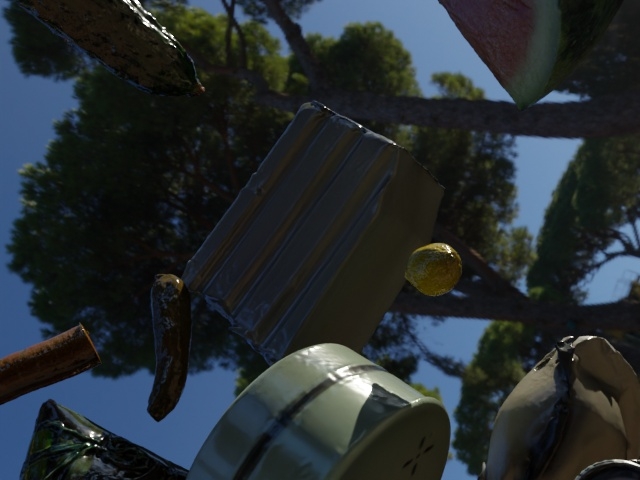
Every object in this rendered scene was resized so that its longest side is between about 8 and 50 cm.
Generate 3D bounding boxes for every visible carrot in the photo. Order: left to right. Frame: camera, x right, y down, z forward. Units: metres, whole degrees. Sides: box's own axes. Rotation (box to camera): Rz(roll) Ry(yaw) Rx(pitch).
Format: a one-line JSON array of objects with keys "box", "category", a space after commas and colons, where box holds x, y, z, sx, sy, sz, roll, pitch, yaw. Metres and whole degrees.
[{"box": [-0.284, 0.125, 0.678, 0.139, 0.048, 0.048, -22, -57, -23], "category": "carrot"}]

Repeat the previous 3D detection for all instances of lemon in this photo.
[{"box": [0.137, 0.035, 0.867, 0.065, 0.092, 0.065, 10, -111, -28], "category": "lemon"}]

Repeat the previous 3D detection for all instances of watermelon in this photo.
[{"box": [0.204, -0.297, 0.760, 0.283, 0.293, 0.250, 22, -115, -59], "category": "watermelon"}]

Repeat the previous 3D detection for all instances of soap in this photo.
[{"box": [0.000, 0.000, 1.298, 0.213, 0.350, 0.435, 35, -92, -44], "category": "soap"}]

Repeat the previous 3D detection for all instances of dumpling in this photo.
[{"box": [0.333, 0.270, 0.926, 0.293, 0.204, 0.163, -57, -10, -6], "category": "dumpling"}]

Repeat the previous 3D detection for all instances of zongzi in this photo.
[{"box": [-0.361, 0.472, 1.005, 0.362, 0.319, 0.383, -55, 8, 25], "category": "zongzi"}]

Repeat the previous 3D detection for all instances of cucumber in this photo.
[{"box": [-0.192, -0.189, 0.462, 0.293, 0.067, 0.067, 44, -106, -28], "category": "cucumber"}]

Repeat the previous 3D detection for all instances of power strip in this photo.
[{"box": [0.007, 0.301, 0.872, 0.357, 0.161, 0.357, -30, -46, -38], "category": "power strip"}]

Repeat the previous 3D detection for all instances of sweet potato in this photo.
[{"box": [-0.255, 0.175, 1.209, 0.075, 0.075, 0.273, 37, -143, -47], "category": "sweet potato"}]

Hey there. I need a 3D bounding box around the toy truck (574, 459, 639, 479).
[{"box": [0.120, 0.305, 0.500, 0.173, 0.388, 0.207, 46, -151, -49], "category": "toy truck"}]
